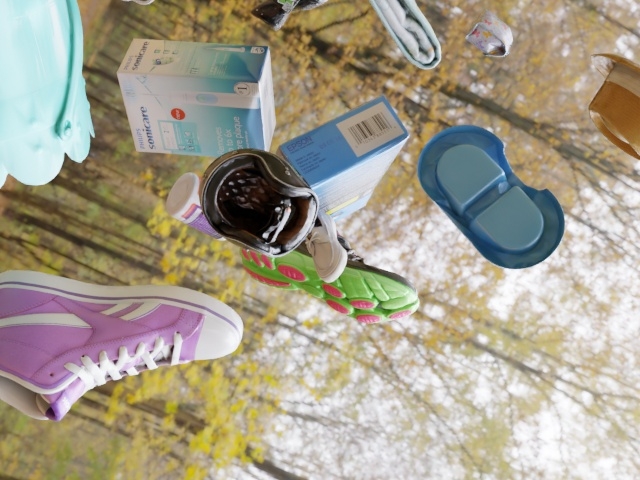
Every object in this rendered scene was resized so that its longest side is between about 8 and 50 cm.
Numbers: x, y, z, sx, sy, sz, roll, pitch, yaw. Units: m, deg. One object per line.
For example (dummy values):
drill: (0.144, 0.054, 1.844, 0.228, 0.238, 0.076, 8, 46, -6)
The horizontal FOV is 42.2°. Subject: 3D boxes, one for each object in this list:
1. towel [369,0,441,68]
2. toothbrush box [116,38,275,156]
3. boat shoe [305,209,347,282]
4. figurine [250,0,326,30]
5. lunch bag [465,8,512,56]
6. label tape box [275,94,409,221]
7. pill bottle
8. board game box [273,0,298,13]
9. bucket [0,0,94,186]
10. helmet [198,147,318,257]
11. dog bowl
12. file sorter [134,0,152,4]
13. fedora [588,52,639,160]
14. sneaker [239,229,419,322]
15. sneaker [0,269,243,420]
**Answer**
towel: (0.155, -0.608, 1.964, 0.090, 0.374, 0.320, -29, -151, 16)
toothbrush box: (-0.254, -0.297, 1.751, 0.216, 0.296, 0.126, 89, 9, -48)
boat shoe: (0.000, 0.000, 1.463, 0.066, 0.063, 0.184, -38, -148, 24)
figurine: (-0.113, -0.514, 1.636, 0.209, 0.215, 0.092, -18, -135, 54)
lunch bag: (0.324, -0.387, 1.574, 0.053, 0.083, 0.071, -52, -173, 44)
label tape box: (0.011, -0.123, 1.645, 0.241, 0.106, 0.333, -29, 168, -21)
pill bottle: (-0.239, -0.065, 1.862, 0.108, 0.193, 0.108, -32, -137, 36)
board game box: (-0.113, -0.526, 1.420, 0.136, 0.260, 0.030, -49, -160, 15)
bucket: (-0.345, -0.167, 0.731, 0.281, 0.281, 0.183, -96, -172, -61)
helmet: (-0.102, -0.064, 1.285, 0.169, 0.161, 0.169, -40, 150, -30)
dog bowl: (0.301, -0.071, 1.485, 0.166, 0.297, 0.074, -39, 164, -3)
file sorter: (-0.395, -0.518, 1.404, 0.173, 0.193, 0.278, -64, 168, 19)
fedora: (0.405, -0.156, 1.054, 0.079, 0.194, 0.194, -51, -161, 9)
sneaker: (0.030, 0.050, 2.051, 0.202, 0.483, 0.185, -54, 153, -33)
sneaker: (-0.227, 0.131, 0.895, 0.102, 0.282, 0.161, 104, -12, -45)
